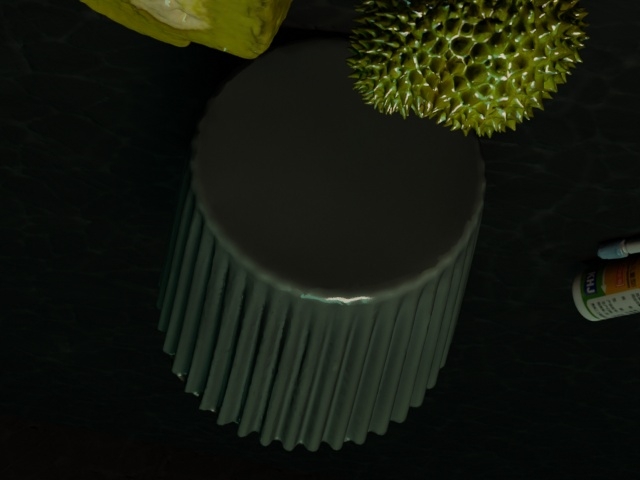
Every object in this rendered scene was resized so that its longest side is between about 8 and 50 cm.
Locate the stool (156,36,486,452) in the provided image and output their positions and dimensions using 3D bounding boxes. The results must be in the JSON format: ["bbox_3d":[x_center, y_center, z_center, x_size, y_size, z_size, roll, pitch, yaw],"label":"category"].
[{"bbox_3d":[0.000,0.000,1.659,0.297,0.297,0.330,7,155,-2],"label":"stool"}]

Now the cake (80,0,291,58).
[{"bbox_3d":[-0.094,-0.235,1.220,0.179,0.156,0.260,21,155,6],"label":"cake"}]

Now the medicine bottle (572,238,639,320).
[{"bbox_3d":[0.357,0.028,1.936,0.221,0.061,0.092,-16,131,45],"label":"medicine bottle"}]

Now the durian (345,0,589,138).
[{"bbox_3d":[0.101,-0.154,1.385,0.198,0.146,0.159,-10,153,29],"label":"durian"}]
